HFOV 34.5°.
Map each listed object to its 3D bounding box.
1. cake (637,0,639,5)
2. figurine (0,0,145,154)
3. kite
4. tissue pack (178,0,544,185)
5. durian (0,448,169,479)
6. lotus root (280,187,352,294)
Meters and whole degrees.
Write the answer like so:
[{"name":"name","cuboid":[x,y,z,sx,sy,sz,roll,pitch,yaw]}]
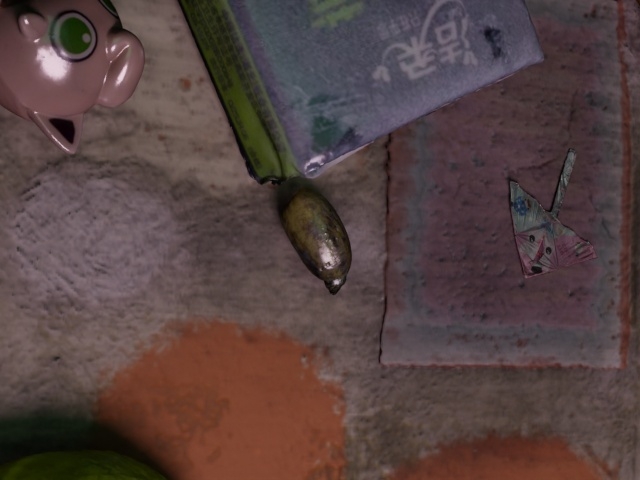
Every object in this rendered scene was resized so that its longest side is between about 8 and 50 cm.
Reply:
[{"name":"cake","cuboid":[0.440,-0.366,1.026,0.293,0.307,0.314,-31,99,-24]},{"name":"figurine","cuboid":[-0.203,-0.150,0.783,0.125,0.125,0.138,-46,120,-23]},{"name":"kite","cuboid":[0.242,-0.023,1.063,0.137,0.005,0.152,38,70,-22]},{"name":"tissue pack","cuboid":[0.002,-0.280,0.898,0.288,0.124,0.394,-27,98,-24]},{"name":"durian","cuboid":[-0.189,0.225,0.775,0.250,0.101,0.139,-5,123,-27]},{"name":"lotus root","cuboid":[0.000,0.000,0.912,0.049,0.054,0.099,-27,97,-5]}]
